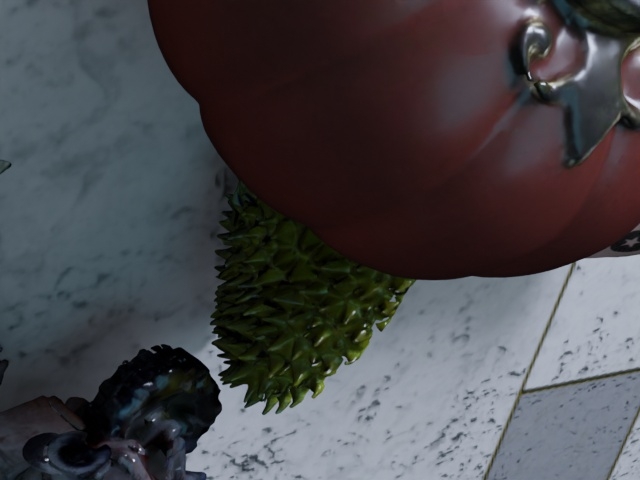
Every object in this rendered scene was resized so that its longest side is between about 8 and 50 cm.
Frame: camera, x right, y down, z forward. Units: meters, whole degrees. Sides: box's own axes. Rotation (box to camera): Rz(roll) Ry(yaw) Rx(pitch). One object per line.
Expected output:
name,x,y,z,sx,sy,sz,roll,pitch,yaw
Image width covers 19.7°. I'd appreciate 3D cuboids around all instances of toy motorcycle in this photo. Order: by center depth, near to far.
toy motorcycle,-0.145,0.149,1.026,0.207,0.134,0.401,-25,139,-31

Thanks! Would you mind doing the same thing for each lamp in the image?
lamp,0.064,-0.131,0.849,0.303,0.257,0.303,4,83,-34

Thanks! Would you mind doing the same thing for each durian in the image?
durian,-0.007,-0.002,1.012,0.095,0.137,0.220,26,113,-18

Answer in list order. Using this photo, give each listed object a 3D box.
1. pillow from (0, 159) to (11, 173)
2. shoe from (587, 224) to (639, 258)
pillow,-0.249,0.061,0.896,0.144,0.078,0.254,-1,124,-37
shoe,0.192,-0.118,1.045,0.198,0.172,0.351,-14,130,-28
